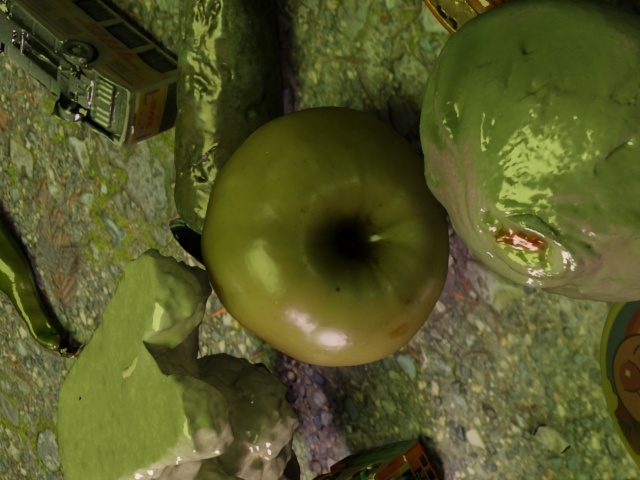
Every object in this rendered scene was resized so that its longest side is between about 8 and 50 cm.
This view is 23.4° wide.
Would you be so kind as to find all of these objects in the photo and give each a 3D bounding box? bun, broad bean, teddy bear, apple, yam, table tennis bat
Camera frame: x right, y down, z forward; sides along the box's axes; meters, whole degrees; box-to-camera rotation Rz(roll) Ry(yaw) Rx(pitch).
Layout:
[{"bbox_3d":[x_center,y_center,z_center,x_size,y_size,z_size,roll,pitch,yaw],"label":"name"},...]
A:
[{"bbox_3d":[0.195,-0.056,1.312,0.293,0.187,0.293,25,134,29],"label":"bun"},{"bbox_3d":[-0.443,0.050,2.275,0.318,0.056,0.098,49,133,14],"label":"broad bean"},{"bbox_3d":[-0.089,0.177,1.685,0.375,0.362,0.327,-43,55,46],"label":"teddy bear"},{"bbox_3d":[0.000,0.000,1.558,0.262,0.262,0.262,26,127,40],"label":"apple"},{"bbox_3d":[-0.101,-0.145,1.698,0.133,0.133,0.330,25,126,41],"label":"yam"},{"bbox_3d":[0.351,0.200,1.402,0.224,0.054,0.368,3,107,50],"label":"table tennis bat"}]

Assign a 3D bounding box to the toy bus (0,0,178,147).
[{"bbox_3d":[-0.310,-0.246,1.887,0.342,0.138,0.097,40,137,28],"label":"toy bus"}]

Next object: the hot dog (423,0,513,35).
[{"bbox_3d":[0.081,-0.331,1.405,0.337,0.100,0.135,59,143,9],"label":"hot dog"}]

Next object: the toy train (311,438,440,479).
[{"bbox_3d":[0.060,0.284,1.755,0.188,0.099,0.072,-24,92,52],"label":"toy train"}]

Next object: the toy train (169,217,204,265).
[{"bbox_3d":[-0.098,0.020,1.851,0.252,0.048,0.055,32,136,44],"label":"toy train"}]
